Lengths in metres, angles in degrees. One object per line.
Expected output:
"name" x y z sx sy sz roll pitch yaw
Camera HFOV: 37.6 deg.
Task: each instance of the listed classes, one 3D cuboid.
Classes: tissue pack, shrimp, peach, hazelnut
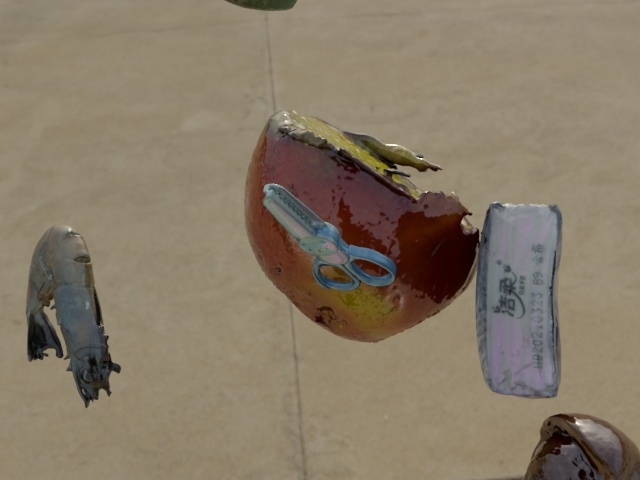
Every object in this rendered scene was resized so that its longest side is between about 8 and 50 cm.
"tissue pack" 0.289 0.084 1.362 0.122 0.259 0.361 -1 -4 11
"shrimp" -0.403 0.122 1.443 0.178 0.289 0.075 -24 -10 39
"peach" 0.054 -0.039 1.545 0.353 0.417 0.339 -26 9 3
"hazelnut" 0.300 0.299 1.081 0.160 0.202 0.170 -13 -5 -39

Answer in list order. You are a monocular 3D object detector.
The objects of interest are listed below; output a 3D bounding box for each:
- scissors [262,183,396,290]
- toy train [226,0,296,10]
"scissors" 0.000 0.000 1.299 0.125 0.256 0.030 -12 52 33
"toy train" -0.080 -0.373 0.873 0.131 0.202 0.300 6 44 -44
